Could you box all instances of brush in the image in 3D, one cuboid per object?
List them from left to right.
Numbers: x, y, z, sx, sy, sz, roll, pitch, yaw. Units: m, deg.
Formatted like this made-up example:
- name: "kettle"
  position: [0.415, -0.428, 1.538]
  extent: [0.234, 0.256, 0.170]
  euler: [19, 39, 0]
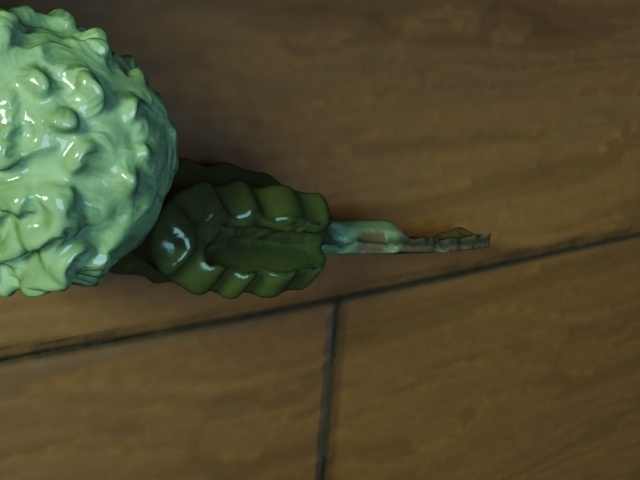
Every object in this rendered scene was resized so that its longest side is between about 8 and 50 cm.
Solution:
- name: "brush"
  position: [0.000, 0.000, 0.646]
  extent: [0.301, 0.084, 0.071]
  euler: [2, 102, -48]

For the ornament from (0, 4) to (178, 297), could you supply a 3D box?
- name: "ornament"
  position: [-0.163, -0.087, 0.432]
  extent: [0.285, 0.130, 0.120]
  euler: [50, 58, -40]
